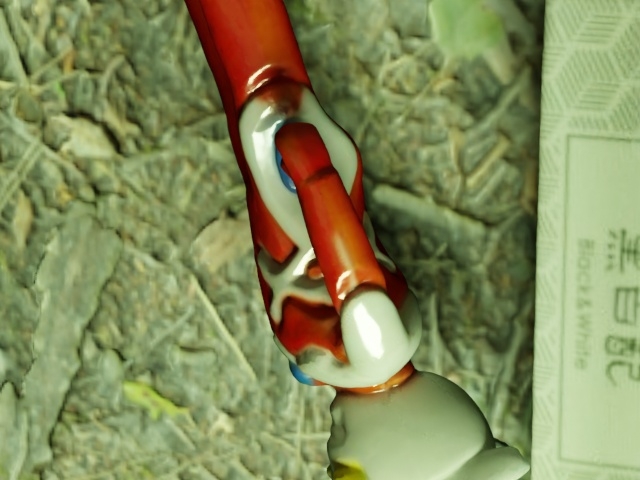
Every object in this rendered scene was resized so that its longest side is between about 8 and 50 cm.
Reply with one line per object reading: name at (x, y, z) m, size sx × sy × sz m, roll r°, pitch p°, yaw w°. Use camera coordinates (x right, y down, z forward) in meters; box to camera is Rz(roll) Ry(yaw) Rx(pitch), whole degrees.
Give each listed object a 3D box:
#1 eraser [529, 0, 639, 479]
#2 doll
eraser at (0.168, -0.018, 0.949) m, size 0.098 × 0.096 × 0.404 m, roll 6°, pitch 110°, yaw 18°
doll at (0.000, 0.000, 0.968) m, size 0.099 × 0.188 × 0.384 m, roll -25°, pitch 93°, yaw -3°
